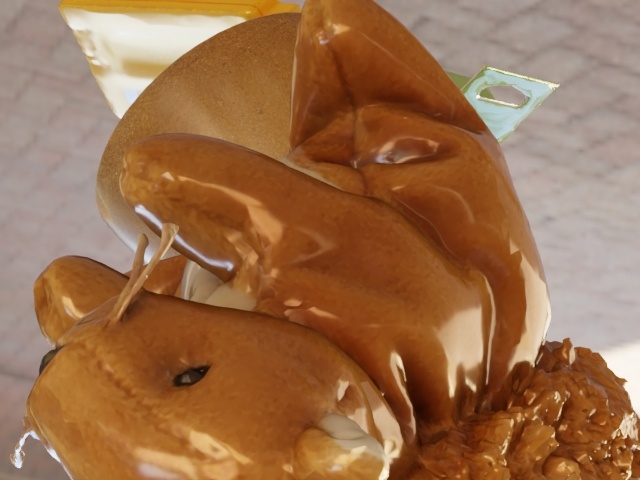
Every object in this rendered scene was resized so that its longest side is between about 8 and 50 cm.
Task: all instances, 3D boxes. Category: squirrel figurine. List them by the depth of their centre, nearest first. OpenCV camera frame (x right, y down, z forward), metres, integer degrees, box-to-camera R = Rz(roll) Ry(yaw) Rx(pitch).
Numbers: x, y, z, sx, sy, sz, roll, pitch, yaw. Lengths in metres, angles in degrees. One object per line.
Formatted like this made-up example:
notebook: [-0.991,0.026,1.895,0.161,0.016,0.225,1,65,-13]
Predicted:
squirrel figurine: [0.022,0.107,0.958,0.397,0.281,0.370,44,-160,-6]

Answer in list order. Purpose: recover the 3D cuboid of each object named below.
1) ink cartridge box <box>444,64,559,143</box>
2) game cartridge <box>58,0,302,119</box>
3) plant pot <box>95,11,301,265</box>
ink cartridge box: [0.086,-0.090,1.485,0.109,0.062,0.209,9,135,-47]
game cartridge: [-0.077,-0.095,1.660,0.285,0.053,0.324,8,138,42]
plant pot: [0.000,0.000,1.313,0.254,0.237,0.237,49,-176,29]
